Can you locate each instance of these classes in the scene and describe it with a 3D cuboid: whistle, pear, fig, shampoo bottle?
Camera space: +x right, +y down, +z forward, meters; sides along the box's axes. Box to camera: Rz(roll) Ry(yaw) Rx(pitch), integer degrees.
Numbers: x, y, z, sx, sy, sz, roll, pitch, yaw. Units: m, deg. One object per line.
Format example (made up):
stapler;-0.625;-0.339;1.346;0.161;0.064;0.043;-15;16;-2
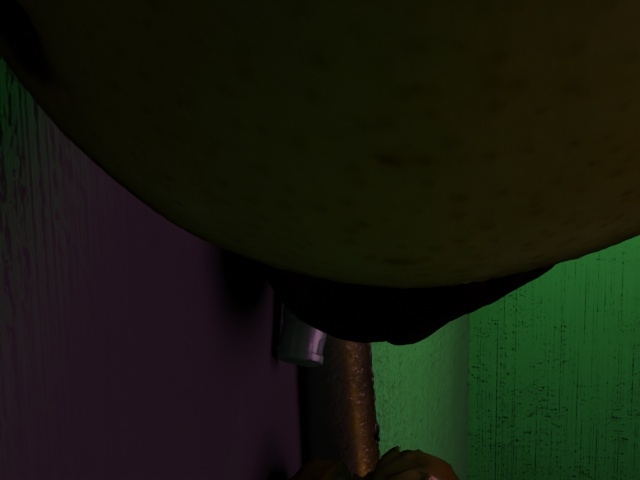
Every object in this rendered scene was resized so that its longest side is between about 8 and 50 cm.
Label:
whistle;0.015;0.109;1.269;0.068;0.057;0.326;-33;126;-49
pear;0.033;-0.149;0.517;0.348;0.348;0.348;2;90;-81
fig;0.060;-0.036;1.031;0.235;0.235;0.214;-51;139;-75
shampoo bottle;0.000;0.000;1.164;0.041;0.069;0.190;147;-47;-75

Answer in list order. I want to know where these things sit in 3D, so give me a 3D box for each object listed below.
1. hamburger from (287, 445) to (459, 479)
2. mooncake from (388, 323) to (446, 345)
hamburger;0.038;0.315;1.159;0.318;0.158;0.318;3;90;-79
mooncake;0.133;-0.034;1.396;0.141;0.283;0.283;49;0;14
